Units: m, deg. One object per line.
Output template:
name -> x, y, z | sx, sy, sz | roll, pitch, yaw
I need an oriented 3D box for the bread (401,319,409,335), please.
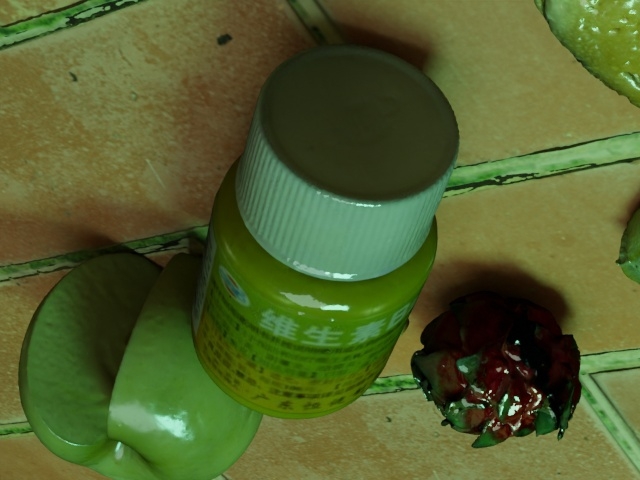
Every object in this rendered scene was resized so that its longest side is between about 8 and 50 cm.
bread -> 0.076, 0.095, 1.642 | 0.062, 0.049, 0.103 | 7, 145, 28

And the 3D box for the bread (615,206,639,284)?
bread -> 0.363, 0.001, 1.383 | 0.117, 0.064, 0.156 | 18, 146, -3

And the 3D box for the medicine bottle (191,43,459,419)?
medicine bottle -> 0.000, 0.000, 1.399 | 0.224, 0.224, 0.384 | 17, 144, 0

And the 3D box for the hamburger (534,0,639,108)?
hamburger -> 0.308, -0.220, 1.014 | 0.304, 0.174, 0.284 | -20, 132, 40

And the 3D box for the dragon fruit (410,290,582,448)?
dragon fruit -> 0.191, 0.141, 1.560 | 0.188, 0.182, 0.182 | -3, 141, 12

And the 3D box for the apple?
apple -> -0.202, 0.148, 1.655 | 0.291, 0.254, 0.292 | 14, 147, 9
